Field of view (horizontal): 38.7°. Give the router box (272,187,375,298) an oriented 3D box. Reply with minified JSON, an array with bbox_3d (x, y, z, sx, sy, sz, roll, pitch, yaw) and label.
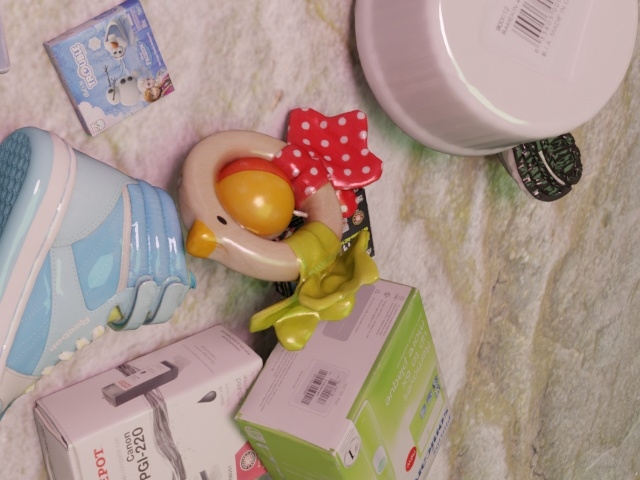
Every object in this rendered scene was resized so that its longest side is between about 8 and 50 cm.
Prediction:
[{"bbox_3d":[0.000,0.000,1.014,0.122,0.038,0.092,-30,128,-26],"label":"router box"}]

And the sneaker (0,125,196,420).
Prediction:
[{"bbox_3d":[-0.223,0.078,0.808,0.208,0.127,0.319,18,99,-42],"label":"sneaker"}]

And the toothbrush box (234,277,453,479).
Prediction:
[{"bbox_3d":[0.041,0.198,1.021,0.206,0.122,0.283,-59,149,-30],"label":"toothbrush box"}]

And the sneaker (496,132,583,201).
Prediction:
[{"bbox_3d":[0.220,-0.175,1.084,0.100,0.108,0.271,-25,111,-7],"label":"sneaker"}]

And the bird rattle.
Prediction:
[{"bbox_3d":[-0.032,-0.039,0.859,0.207,0.143,0.253,17,56,-26],"label":"bird rattle"}]

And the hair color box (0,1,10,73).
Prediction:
[{"bbox_3d":[-0.283,-0.203,0.444,0.113,0.374,0.185,-18,121,-33],"label":"hair color box"}]

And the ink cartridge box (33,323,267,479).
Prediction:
[{"bbox_3d":[-0.166,0.204,0.940,0.218,0.092,0.159,-20,122,-29],"label":"ink cartridge box"}]

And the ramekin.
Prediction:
[{"bbox_3d":[0.187,-0.224,0.927,0.277,0.135,0.277,-2,95,-23],"label":"ramekin"}]

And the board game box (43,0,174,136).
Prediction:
[{"bbox_3d":[-0.183,-0.152,0.800,0.090,0.020,0.090,-35,129,-21],"label":"board game box"}]
